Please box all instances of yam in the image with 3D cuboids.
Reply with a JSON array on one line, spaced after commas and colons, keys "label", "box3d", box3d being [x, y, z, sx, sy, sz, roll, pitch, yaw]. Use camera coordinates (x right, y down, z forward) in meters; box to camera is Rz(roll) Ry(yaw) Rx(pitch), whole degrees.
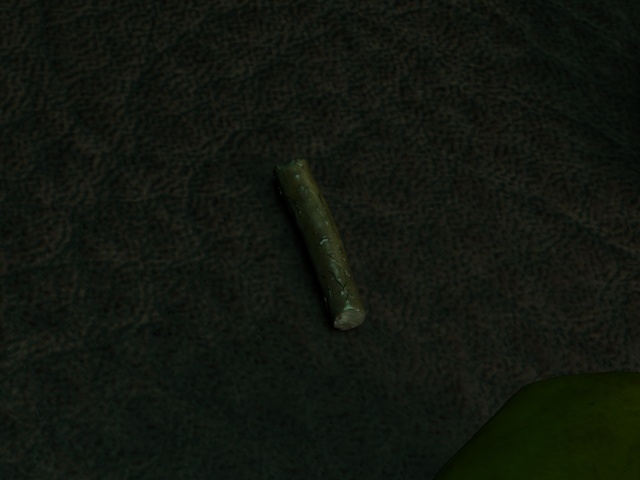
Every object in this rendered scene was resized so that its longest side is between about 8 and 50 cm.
[{"label": "yam", "box3d": [0.000, 0.000, 1.443, 0.032, 0.032, 0.145, -9, 59, -21]}]

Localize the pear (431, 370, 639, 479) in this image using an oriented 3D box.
[{"label": "pear", "box3d": [0.174, 0.240, 1.188, 0.269, 0.269, 0.321, 15, 65, -5]}]
